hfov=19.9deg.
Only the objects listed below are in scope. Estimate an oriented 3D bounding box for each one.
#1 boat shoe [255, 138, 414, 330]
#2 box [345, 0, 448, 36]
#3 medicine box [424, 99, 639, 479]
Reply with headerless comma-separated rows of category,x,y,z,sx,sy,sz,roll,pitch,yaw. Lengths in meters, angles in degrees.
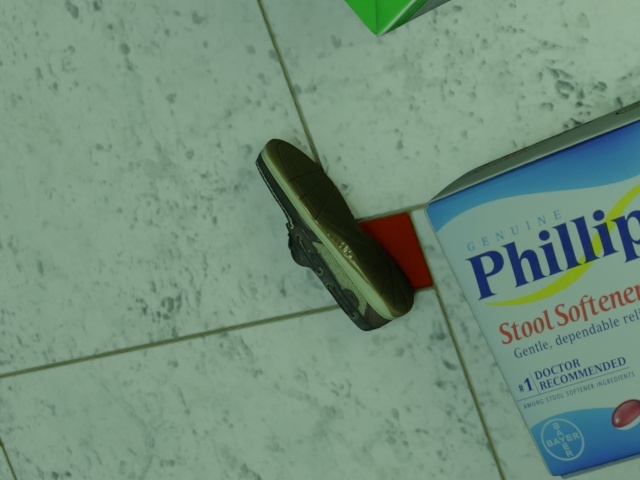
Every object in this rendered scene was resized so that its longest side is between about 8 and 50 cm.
boat shoe,0.001,0.000,1.852,0.073,0.080,0.223,-39,92,30
box,0.056,-0.337,1.590,0.262,0.231,0.127,49,125,4
medicine box,0.283,0.034,1.657,0.263,0.149,0.289,-22,98,35
